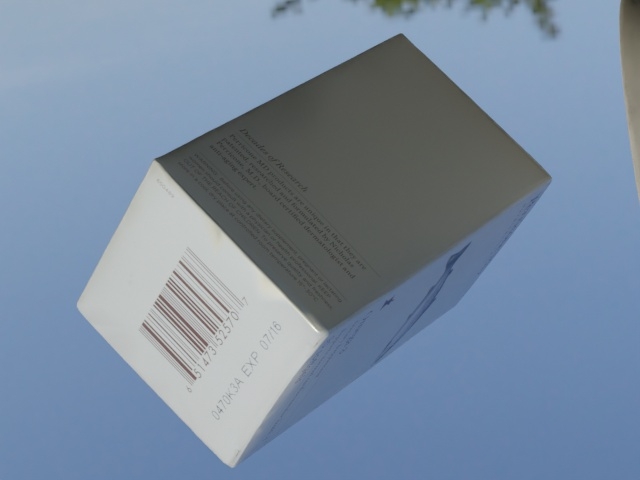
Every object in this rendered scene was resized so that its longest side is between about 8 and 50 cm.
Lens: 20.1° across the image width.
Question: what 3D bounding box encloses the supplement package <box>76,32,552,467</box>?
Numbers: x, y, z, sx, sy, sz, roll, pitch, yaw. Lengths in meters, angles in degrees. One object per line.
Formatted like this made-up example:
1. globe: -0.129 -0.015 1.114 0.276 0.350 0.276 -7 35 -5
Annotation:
1. supplement package: 0.000 0.000 0.809 0.105 0.105 0.179 45 -136 13

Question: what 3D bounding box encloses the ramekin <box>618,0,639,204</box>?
1. ramekin: 0.193 -0.011 0.717 0.109 0.207 0.207 -11 -163 16
